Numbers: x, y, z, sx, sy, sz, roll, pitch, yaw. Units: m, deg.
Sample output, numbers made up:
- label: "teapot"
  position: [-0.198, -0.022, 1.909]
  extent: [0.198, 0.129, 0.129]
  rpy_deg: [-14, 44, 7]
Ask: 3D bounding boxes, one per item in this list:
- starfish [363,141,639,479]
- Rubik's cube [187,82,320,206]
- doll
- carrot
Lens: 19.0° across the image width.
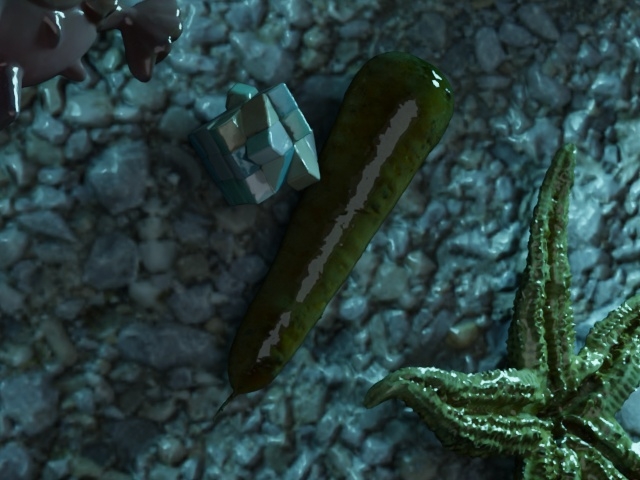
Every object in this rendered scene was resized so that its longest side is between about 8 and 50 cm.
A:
- label: "starfish"
  position: [0.195, 0.127, 1.400]
  extent: [0.358, 0.078, 0.347]
  rpy_deg: [-36, 97, -37]
- label: "Rubik's cube"
  position: [-0.037, -0.066, 1.299]
  extent: [0.073, 0.084, 0.075]
  rpy_deg: [-34, 117, -21]
- label: "doll"
  position: [-0.206, -0.172, 1.212]
  extent: [0.262, 0.093, 0.211]
  rpy_deg: [25, 65, -25]
- label: "carrot"
  position: [0.000, 0.000, 1.320]
  extent: [0.078, 0.078, 0.298]
  rpy_deg: [36, 73, -20]
